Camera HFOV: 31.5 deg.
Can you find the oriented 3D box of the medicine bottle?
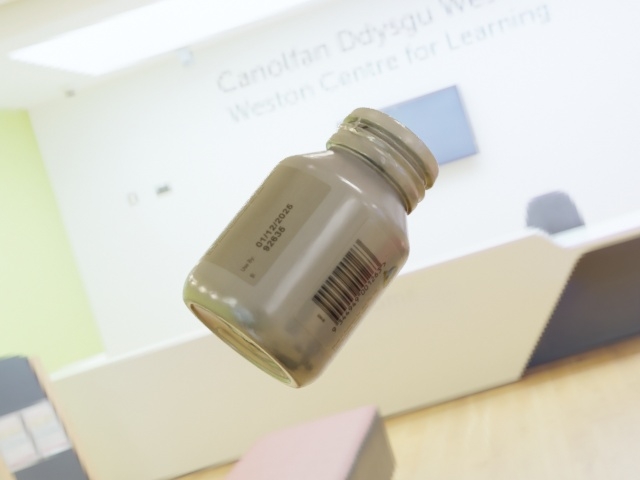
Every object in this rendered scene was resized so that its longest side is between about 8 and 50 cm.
[{"bbox_3d":[0.000,0.000,0.923,0.215,0.135,0.135,-52,11,-15],"label":"medicine bottle"}]
